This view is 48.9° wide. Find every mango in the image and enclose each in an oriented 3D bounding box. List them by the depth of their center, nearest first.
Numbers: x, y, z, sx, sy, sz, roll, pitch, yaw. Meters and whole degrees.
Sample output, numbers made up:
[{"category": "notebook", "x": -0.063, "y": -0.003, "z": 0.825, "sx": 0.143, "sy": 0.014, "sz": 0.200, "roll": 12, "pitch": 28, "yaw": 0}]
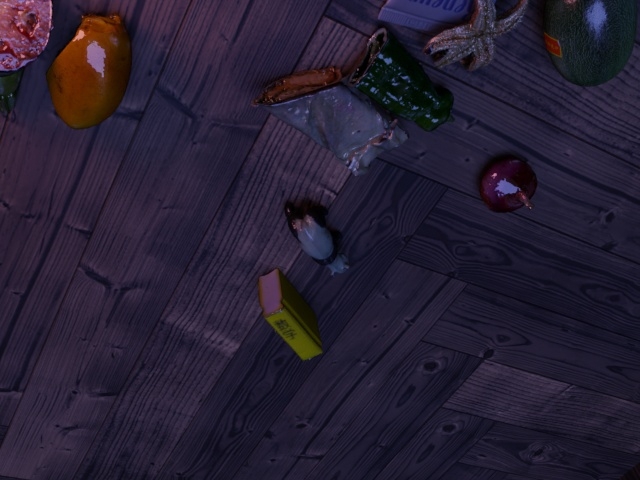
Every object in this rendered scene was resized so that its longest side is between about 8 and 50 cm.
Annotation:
[{"category": "mango", "x": -0.455, "y": -0.323, "z": 1.378, "sx": 0.154, "sy": 0.126, "sz": 0.252, "roll": 23, "pitch": 123, "yaw": -13}]

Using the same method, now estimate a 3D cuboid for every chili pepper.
[{"category": "chili pepper", "x": 0.194, "y": -0.323, "z": 1.516, "sx": 0.270, "sy": 0.136, "sz": 0.099, "roll": 30, "pitch": 163, "yaw": -34}]

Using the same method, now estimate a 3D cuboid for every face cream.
[{"category": "face cream", "x": 0.286, "y": -0.580, "z": 1.338, "sx": 0.235, "sy": 0.137, "sz": 0.420, "roll": 5, "pitch": 139, "yaw": -17}]

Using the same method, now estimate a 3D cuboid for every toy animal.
[{"category": "toy animal", "x": 0.000, "y": 0.000, "z": 1.731, "sx": 0.094, "sy": 0.121, "sz": 0.225, "roll": -25, "pitch": 130, "yaw": 9}]

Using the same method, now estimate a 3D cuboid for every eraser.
[{"category": "eraser", "x": -0.080, "y": 0.198, "z": 1.854, "sx": 0.069, "sy": 0.158, "sz": 0.226, "roll": -26, "pitch": 128, "yaw": 14}]

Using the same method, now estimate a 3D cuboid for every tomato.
[{"category": "tomato", "x": -0.594, "y": -0.418, "z": 1.279, "sx": 0.225, "sy": 0.085, "sz": 0.225, "roll": -3, "pitch": 103, "yaw": -12}]

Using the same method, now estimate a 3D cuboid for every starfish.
[{"category": "starfish", "x": 0.319, "y": -0.432, "z": 1.436, "sx": 0.238, "sy": 0.071, "sz": 0.216, "roll": -28, "pitch": 150, "yaw": 17}]

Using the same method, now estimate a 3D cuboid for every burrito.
[{"category": "burrito", "x": 0.034, "y": -0.275, "z": 1.528, "sx": 0.347, "sy": 0.107, "sz": 0.175, "roll": 30, "pitch": 103, "yaw": -32}]

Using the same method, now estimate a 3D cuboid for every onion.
[{"category": "onion", "x": 0.470, "y": -0.116, "z": 1.712, "sx": 0.150, "sy": 0.140, "sz": 0.150, "roll": -8, "pitch": 131, "yaw": -10}]

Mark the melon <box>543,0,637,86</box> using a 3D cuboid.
[{"category": "melon", "x": 0.546, "y": -0.448, "z": 1.430, "sx": 0.182, "sy": 0.182, "sz": 0.288, "roll": -17, "pitch": 132, "yaw": 3}]

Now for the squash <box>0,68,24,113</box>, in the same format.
[{"category": "squash", "x": -0.630, "y": -0.317, "z": 1.387, "sx": 0.105, "sy": 0.105, "sz": 0.132, "roll": 4, "pitch": 148, "yaw": -14}]
